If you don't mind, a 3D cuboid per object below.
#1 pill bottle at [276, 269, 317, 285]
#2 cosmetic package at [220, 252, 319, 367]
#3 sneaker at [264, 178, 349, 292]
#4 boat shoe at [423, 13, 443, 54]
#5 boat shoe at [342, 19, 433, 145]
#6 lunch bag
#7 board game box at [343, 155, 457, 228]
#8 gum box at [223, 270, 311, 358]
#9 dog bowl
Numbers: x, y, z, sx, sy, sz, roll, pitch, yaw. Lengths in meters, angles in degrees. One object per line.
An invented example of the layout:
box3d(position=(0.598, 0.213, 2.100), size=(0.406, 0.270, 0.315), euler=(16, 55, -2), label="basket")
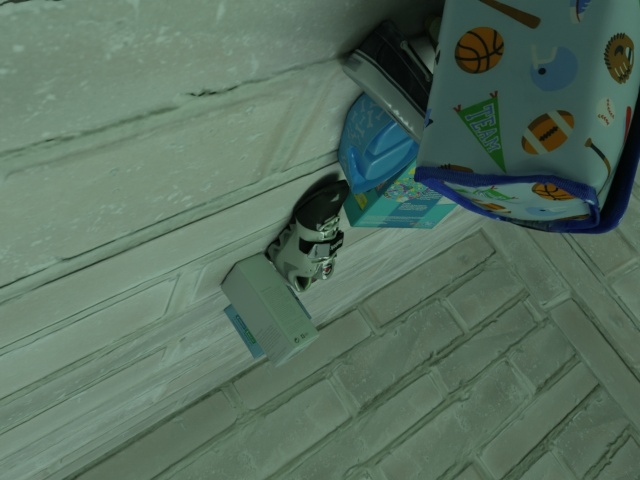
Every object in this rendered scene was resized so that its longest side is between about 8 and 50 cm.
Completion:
box3d(position=(-0.046, 0.072, 1.571), size=(0.086, 0.086, 0.152), euler=(-39, 166, 16), label="pill bottle")
box3d(position=(-0.116, 0.155, 1.366), size=(0.085, 0.231, 0.117), euler=(-24, 164, -40), label="cosmetic package")
box3d(position=(0.000, 0.000, 1.305), size=(0.122, 0.146, 0.330), euler=(-24, 162, -34), label="sneaker")
box3d(position=(0.188, -0.304, 0.917), size=(0.056, 0.048, 0.153), euler=(-53, 169, 19), label="boat shoe")
box3d(position=(0.161, -0.192, 0.870), size=(0.301, 0.108, 0.102), euler=(35, 100, -34), label="boat shoe")
box3d(position=(0.299, -0.184, 0.788), size=(0.385, 0.238, 0.328), euler=(15, 87, -64), label="lunch bag")
box3d(position=(0.240, -0.149, 1.339), size=(0.253, 0.079, 0.336), euler=(0, 148, -34), label="board game box")
box3d(position=(-0.141, 0.196, 1.619), size=(0.184, 0.157, 0.041), euler=(-38, 167, 13), label="gum box")
box3d(position=(0.111, -0.186, 1.064), size=(0.166, 0.074, 0.297), euler=(-32, 166, -14), label="dog bowl")
